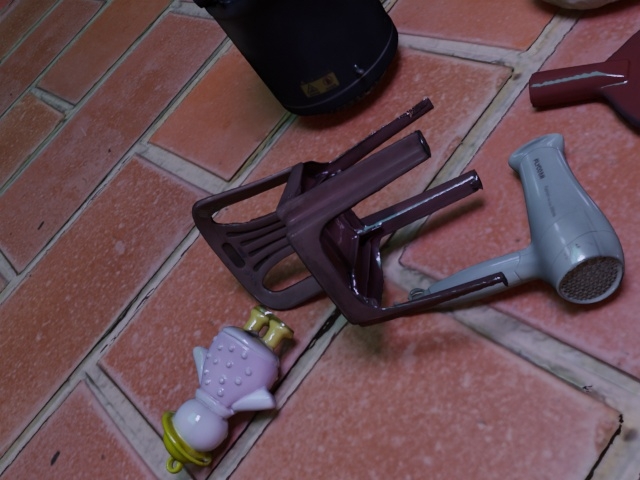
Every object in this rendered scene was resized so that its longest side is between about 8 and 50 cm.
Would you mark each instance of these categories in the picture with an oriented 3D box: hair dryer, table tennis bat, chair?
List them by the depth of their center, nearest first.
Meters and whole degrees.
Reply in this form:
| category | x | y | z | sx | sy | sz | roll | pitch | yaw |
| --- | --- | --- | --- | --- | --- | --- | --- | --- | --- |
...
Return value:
| category | x | y | z | sx | sy | sz | roll | pitch | yaw |
| --- | --- | --- | --- | --- | --- | --- | --- | --- | --- |
| hair dryer | 0.172 | 0.008 | 0.695 | 0.237 | 0.075 | 0.206 | -32 | 36 | 23 |
| chair | 0.000 | 0.000 | 0.696 | 0.327 | 0.175 | 0.183 | -27 | 23 | 22 |
| table tennis bat | 0.377 | -0.180 | 0.698 | 0.310 | 0.038 | 0.200 | -1 | 56 | 35 |

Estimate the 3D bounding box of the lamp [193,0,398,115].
| category | x | y | z | sx | sy | sz | roll | pitch | yaw |
| --- | --- | --- | --- | --- | --- | --- | --- | --- | --- |
| lamp | -0.019 | -0.303 | 0.921 | 0.205 | 0.272 | 0.374 | -31 | 23 | 14 |

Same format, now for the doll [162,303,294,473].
| category | x | y | z | sx | sy | sz | roll | pitch | yaw |
| --- | --- | --- | --- | --- | --- | --- | --- | --- | --- |
| doll | -0.108 | 0.168 | 0.746 | 0.129 | 0.081 | 0.207 | 28 | 78 | 33 |

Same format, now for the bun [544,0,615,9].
| category | x | y | z | sx | sy | sz | roll | pitch | yaw |
| --- | --- | --- | --- | --- | --- | --- | --- | --- | --- |
| bun | 0.346 | -0.386 | 0.814 | 0.221 | 0.134 | 0.220 | -20 | 47 | 22 |
